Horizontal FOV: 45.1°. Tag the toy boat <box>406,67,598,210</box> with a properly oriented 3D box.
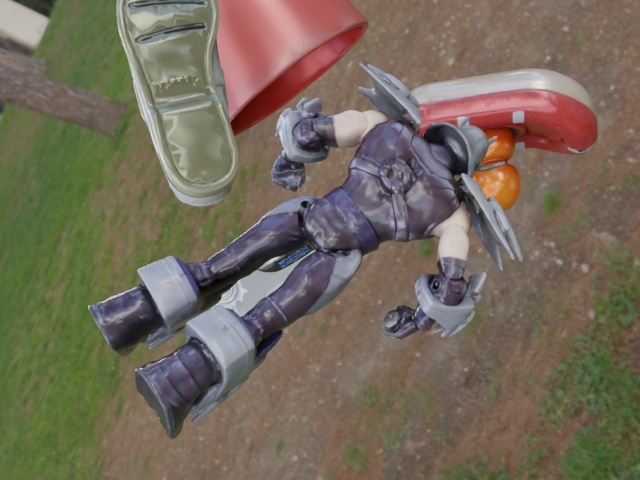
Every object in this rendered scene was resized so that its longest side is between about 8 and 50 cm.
[{"bbox_3d":[0.208,-0.109,0.913,0.151,0.231,0.151,28,-122,-72],"label":"toy boat"}]

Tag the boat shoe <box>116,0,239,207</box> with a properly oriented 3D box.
[{"bbox_3d":[-0.161,-0.182,0.855,0.103,0.113,0.302,133,129,-71],"label":"boat shoe"}]

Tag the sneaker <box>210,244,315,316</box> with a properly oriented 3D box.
[{"bbox_3d":[-0.075,0.026,1.033,0.217,0.079,0.121,-23,23,21],"label":"sneaker"}]

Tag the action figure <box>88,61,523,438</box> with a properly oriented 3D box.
[{"bbox_3d":[0.000,0.000,0.490,0.285,0.185,0.099,-32,-26,-14],"label":"action figure"}]

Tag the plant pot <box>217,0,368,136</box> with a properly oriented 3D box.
[{"bbox_3d":[-0.110,-0.317,1.088,0.275,0.243,0.275,-38,2,2],"label":"plant pot"}]
